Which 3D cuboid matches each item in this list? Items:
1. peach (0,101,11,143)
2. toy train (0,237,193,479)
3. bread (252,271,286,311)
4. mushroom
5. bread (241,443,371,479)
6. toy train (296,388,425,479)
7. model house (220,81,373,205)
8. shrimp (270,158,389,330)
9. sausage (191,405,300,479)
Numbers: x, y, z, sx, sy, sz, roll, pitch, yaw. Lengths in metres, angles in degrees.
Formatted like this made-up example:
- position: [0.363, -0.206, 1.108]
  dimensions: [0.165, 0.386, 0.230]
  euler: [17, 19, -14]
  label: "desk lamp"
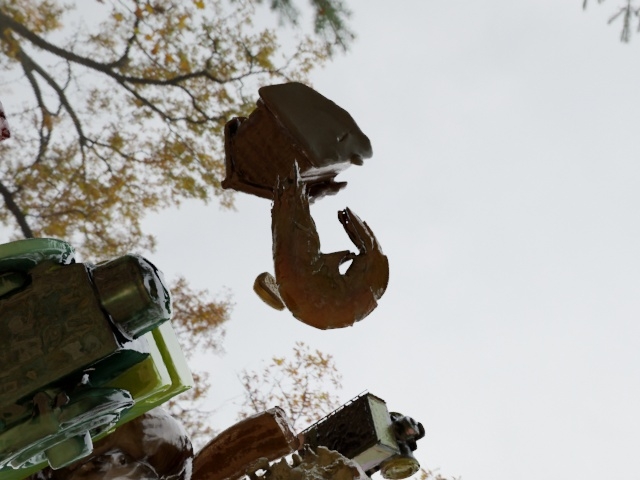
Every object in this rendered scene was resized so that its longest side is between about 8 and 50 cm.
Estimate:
- position: [-0.718, -0.176, 0.844]
  dimensions: [0.406, 0.335, 0.310]
  euler: [-42, -89, -23]
  label: "peach"
- position: [-0.316, 0.152, 0.486]
  dimensions: [0.443, 0.272, 0.179]
  euler: [-27, -104, -5]
  label: "toy train"
- position: [-0.131, 0.139, 1.469]
  dimensions: [0.056, 0.115, 0.082]
  euler: [-41, -167, 30]
  label: "bread"
- position: [-0.317, 0.328, 0.790]
  dimensions: [0.263, 0.283, 0.195]
  euler: [-35, -104, 9]
  label: "mushroom"
- position: [-0.033, 0.429, 0.811]
  dimensions: [0.274, 0.149, 0.274]
  euler: [-26, -156, 12]
  label: "bread"
- position: [0.079, 0.427, 1.141]
  dimensions: [0.261, 0.177, 0.134]
  euler: [-39, -142, 21]
  label: "toy train"
- position: [-0.060, -0.167, 1.088]
  dimensions: [0.229, 0.199, 0.219]
  euler: [-31, -93, 41]
  label: "model house"
- position: [0.000, 0.000, 0.733]
  dimensions: [0.150, 0.068, 0.248]
  euler: [-14, -114, -16]
  label: "shrimp"
- position: [-0.169, 0.414, 1.052]
  dimensions: [0.271, 0.109, 0.108]
  euler: [-37, -126, 5]
  label: "sausage"
